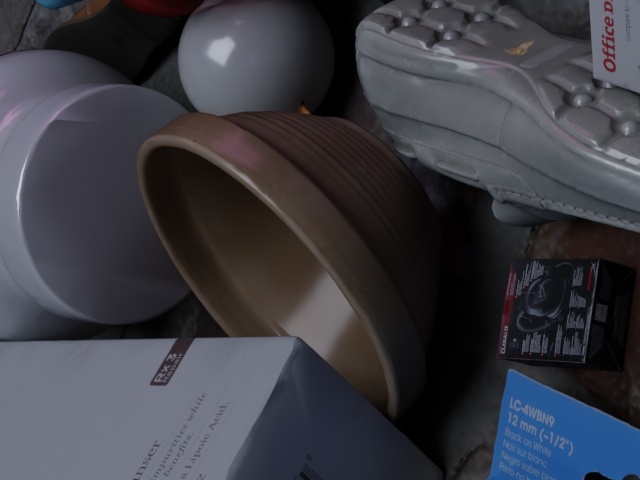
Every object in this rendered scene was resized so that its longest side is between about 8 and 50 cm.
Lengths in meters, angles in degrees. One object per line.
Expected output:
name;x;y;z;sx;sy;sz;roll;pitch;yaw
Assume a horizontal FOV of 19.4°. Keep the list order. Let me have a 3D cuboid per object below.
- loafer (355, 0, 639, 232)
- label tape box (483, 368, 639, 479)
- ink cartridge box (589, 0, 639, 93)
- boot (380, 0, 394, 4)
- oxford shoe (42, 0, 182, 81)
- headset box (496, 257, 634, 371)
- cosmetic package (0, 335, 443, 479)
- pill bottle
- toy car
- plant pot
loafer;0.142;-0.059;1.095;0.319;0.112;0.111;32;141;48
label tape box;0.095;0.264;0.995;0.249;0.115;0.348;24;105;56
ink cartridge box;0.209;-0.117;0.974;0.135;0.056;0.099;23;140;34
boot;0.150;-0.245;1.069;0.367;0.146;0.445;57;142;5
oxford shoe;-0.162;-0.185;1.574;0.212;0.076;0.076;-27;28;49
headset box;0.141;0.043;1.103;0.083;0.032;0.062;-3;76;54
cosmetic package;-0.129;0.190;1.249;0.385;0.156;0.217;-5;47;50
pill bottle;-0.256;-0.036;1.494;0.407;0.229;0.229;6;83;54
toy car;-0.067;-0.158;1.356;0.210;0.219;0.238;0;110;60
plant pot;0.000;0.000;1.201;0.109;0.237;0.237;-39;29;-22
